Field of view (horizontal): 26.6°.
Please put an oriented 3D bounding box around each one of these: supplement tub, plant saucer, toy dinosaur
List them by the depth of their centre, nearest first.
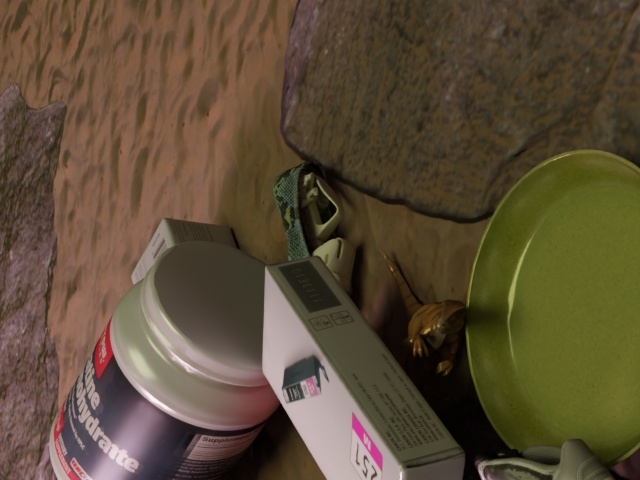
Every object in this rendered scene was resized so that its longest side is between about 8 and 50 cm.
[{"bbox_3d":[0.197,0.054,1.006,0.241,0.037,0.241,-18,69,56],"label":"plant saucer"},{"bbox_3d":[0.093,0.076,1.154,0.211,0.064,0.112,-163,86,-76],"label":"toy dinosaur"},{"bbox_3d":[-0.146,0.152,1.375,0.272,0.191,0.191,-57,40,34],"label":"supplement tub"}]

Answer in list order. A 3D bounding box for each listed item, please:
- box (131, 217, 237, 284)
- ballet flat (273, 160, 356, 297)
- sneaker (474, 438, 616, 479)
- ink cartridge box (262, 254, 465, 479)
[{"bbox_3d":[-0.143,0.047,1.488,0.102,0.087,0.101,-57,40,35],"label":"box"},{"bbox_3d":[0.000,0.000,1.304,0.070,0.070,0.188,-48,49,41],"label":"ballet flat"},{"bbox_3d":[0.143,0.223,0.986,0.132,0.086,0.229,56,129,24],"label":"sneaker"},{"bbox_3d":[0.024,0.184,1.154,0.275,0.060,0.239,-127,33,-48],"label":"ink cartridge box"}]
